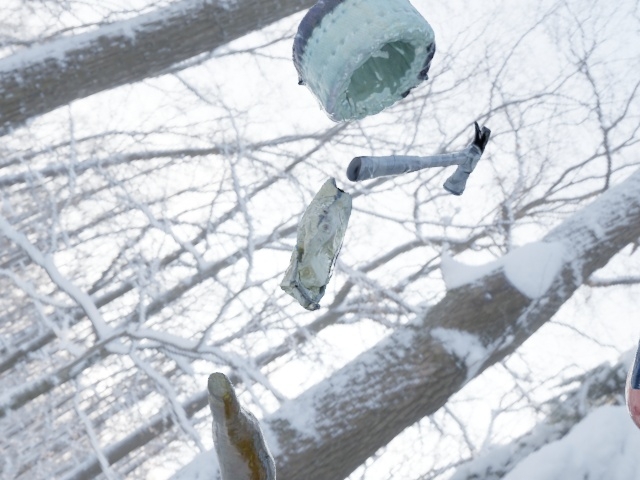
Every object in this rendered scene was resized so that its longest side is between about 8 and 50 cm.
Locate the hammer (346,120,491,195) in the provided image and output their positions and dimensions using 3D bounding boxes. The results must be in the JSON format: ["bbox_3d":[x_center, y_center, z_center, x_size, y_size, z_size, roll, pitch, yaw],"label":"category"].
[{"bbox_3d":[0.174,-0.126,1.244,0.044,0.427,0.152,40,-58,25],"label":"hammer"}]

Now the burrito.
[{"bbox_3d":[-0.002,-0.001,0.933,0.063,0.229,0.058,15,-49,3],"label":"burrito"}]

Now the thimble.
[{"bbox_3d":[0.068,-0.315,1.219,0.150,0.237,0.237,58,-29,23],"label":"thimble"}]

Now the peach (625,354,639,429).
[{"bbox_3d":[0.768,0.304,1.499,0.238,0.280,0.281,-132,-156,-61],"label":"peach"}]

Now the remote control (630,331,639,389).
[{"bbox_3d":[0.339,0.112,0.721,0.152,0.043,0.027,64,16,-51],"label":"remote control"}]

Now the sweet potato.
[{"bbox_3d":[-0.106,0.306,0.988,0.108,0.079,0.346,-93,177,-66],"label":"sweet potato"}]
